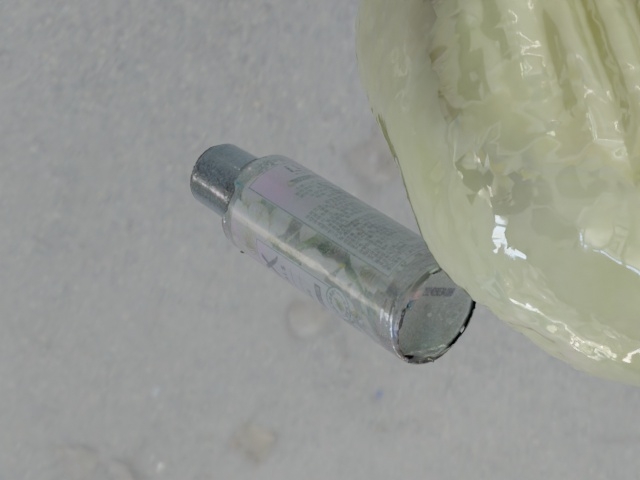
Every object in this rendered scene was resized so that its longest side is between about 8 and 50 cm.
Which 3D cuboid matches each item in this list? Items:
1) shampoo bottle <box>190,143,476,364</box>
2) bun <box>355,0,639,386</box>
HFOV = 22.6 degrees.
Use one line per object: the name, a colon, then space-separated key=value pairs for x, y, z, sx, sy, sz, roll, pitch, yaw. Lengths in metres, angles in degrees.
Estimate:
shampoo bottle: x=0.000 y=0.000 z=0.955 sx=0.214 sy=0.072 sz=0.072 roll=33 pitch=136 yaw=42
bun: x=0.183 y=-0.073 z=0.682 sx=0.361 sy=0.361 sz=0.213 roll=0 pitch=141 yaw=11
